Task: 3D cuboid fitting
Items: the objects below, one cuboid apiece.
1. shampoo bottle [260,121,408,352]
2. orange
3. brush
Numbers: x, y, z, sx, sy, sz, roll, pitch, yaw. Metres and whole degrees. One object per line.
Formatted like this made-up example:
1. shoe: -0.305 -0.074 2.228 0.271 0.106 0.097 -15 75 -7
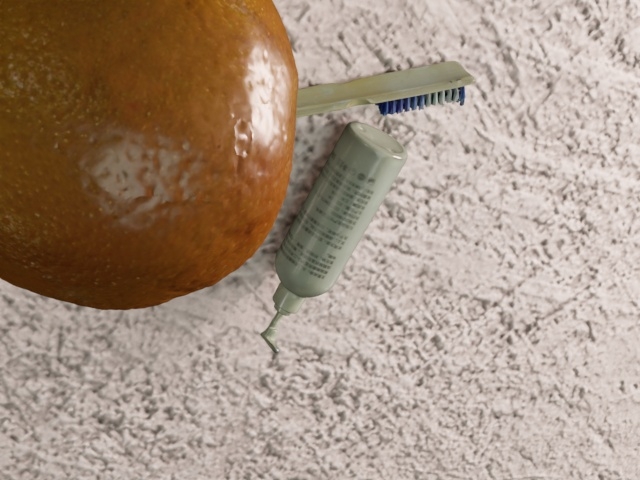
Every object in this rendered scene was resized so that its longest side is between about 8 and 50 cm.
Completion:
1. shampoo bottle: 0.000 0.000 1.128 0.056 0.056 0.195 17 114 -33
2. orange: -0.141 -0.086 0.885 0.264 0.264 0.264 -12 126 -17
3. brush: 0.032 -0.109 1.084 0.178 0.033 0.030 -12 140 -17
